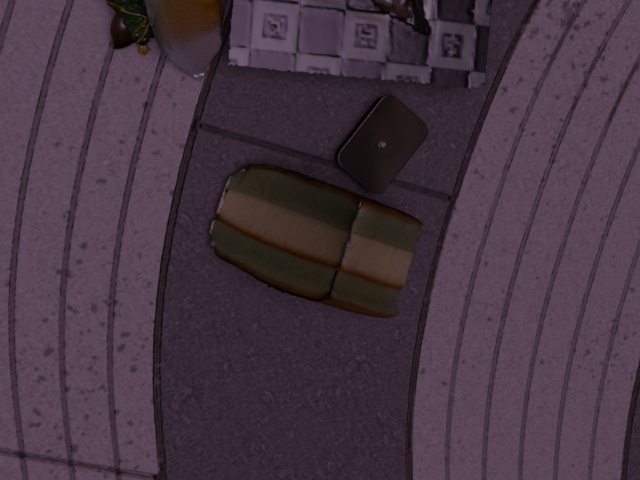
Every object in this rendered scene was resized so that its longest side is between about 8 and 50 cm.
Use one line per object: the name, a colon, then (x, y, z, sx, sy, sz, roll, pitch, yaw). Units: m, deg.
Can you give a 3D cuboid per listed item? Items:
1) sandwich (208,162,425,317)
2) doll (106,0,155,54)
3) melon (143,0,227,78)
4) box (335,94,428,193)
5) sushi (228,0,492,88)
sandwich: (0.000, 0.000, 1.358, 0.198, 0.227, 0.155, 16, 95, -54)
doll: (-0.232, -0.290, 1.244, 0.078, 0.076, 0.113, -23, 107, -20)
melon: (-0.154, -0.310, 1.248, 0.093, 0.140, 0.202, 7, 143, 13)
box: (0.085, -0.137, 1.390, 0.091, 0.031, 0.126, 37, 89, -19)
sushi: (0.059, -0.389, 1.317, 0.359, 0.064, 0.343, 3, 96, -16)
